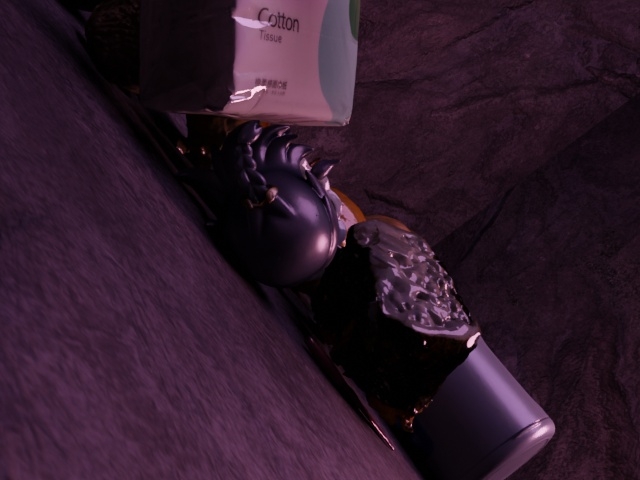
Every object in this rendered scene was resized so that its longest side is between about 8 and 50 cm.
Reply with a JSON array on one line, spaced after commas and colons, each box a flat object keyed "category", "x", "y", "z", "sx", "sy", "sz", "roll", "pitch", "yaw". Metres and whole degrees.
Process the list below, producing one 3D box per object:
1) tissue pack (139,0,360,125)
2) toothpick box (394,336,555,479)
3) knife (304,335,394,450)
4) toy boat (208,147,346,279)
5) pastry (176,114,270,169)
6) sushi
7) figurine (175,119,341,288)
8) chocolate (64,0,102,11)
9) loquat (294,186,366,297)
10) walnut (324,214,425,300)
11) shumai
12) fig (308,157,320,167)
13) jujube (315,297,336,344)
[{"category": "tissue pack", "x": -0.092, "y": -0.313, "z": 1.389, "sx": 0.194, "sy": 0.266, "sz": 0.356, "roll": 7, "pitch": 7, "yaw": 30}, {"category": "toothpick box", "x": 0.223, "y": 0.282, "z": 1.683, "sx": 0.354, "sy": 0.263, "sz": 0.263, "roll": 53, "pitch": 3, "yaw": 24}, {"category": "knife", "x": 0.045, "y": 0.235, "z": 1.394, "sx": 0.247, "sy": 0.018, "sz": 0.035, "roll": 55, "pitch": -2, "yaw": -23}, {"category": "toy boat", "x": -0.082, "y": -0.053, "z": 1.535, "sx": 0.100, "sy": 0.199, "sz": 0.290, "roll": -3, "pitch": -40, "yaw": 47}, {"category": "pastry", "x": -0.156, "y": -0.267, "z": 1.698, "sx": 0.136, "sy": 0.329, "sz": 0.329, "roll": 13, "pitch": 2, "yaw": 2}, {"category": "sushi", "x": 0.098, "y": 0.113, "z": 1.480, "sx": 0.234, "sy": 0.207, "sz": 0.348, "roll": 18, "pitch": 29, "yaw": -17}, {"category": "figurine", "x": -0.079, "y": -0.060, "z": 1.334, "sx": 0.265, "sy": 0.175, "sz": 0.197, "roll": 52, "pitch": 29, "yaw": 12}, {"category": "chocolate", "x": -0.367, "y": -0.501, "z": 1.563, "sx": 0.283, "sy": 0.284, "sz": 0.186, "roll": 43, "pitch": 29, "yaw": -75}, {"category": "loquat", "x": 0.000, "y": 0.000, "z": 1.742, "sx": 0.238, "sy": 0.193, "sz": 0.238, "roll": 57, "pitch": 8, "yaw": -12}, {"category": "walnut", "x": 0.118, "y": 0.083, "z": 1.981, "sx": 0.296, "sy": 0.285, "sz": 0.285, "roll": 43, "pitch": 8, "yaw": -36}, {"category": "shumai", "x": -0.273, "y": -0.302, "z": 1.476, "sx": 0.175, "sy": 0.166, "sz": 0.205, "roll": 67, "pitch": 14, "yaw": -62}, {"category": "fig", "x": -0.073, "y": -0.121, "z": 2.043, "sx": 0.146, "sy": 0.201, "sz": 0.134, "roll": 60, "pitch": -6, "yaw": 9}, {"category": "jujube", "x": 0.024, "y": 0.144, "z": 1.615, "sx": 0.077, "sy": 0.077, "sz": 0.129, "roll": 53, "pitch": 14, "yaw": -6}]
